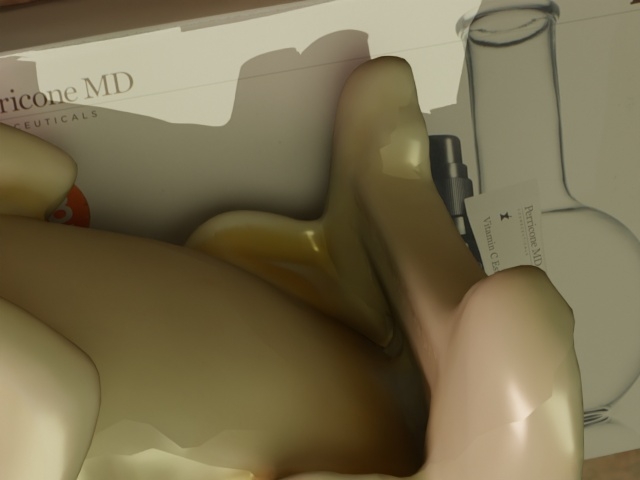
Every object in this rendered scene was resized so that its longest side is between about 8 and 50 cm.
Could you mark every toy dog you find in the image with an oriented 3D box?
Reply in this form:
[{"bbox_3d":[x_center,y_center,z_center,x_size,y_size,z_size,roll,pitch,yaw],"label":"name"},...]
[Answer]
[{"bbox_3d":[-0.144,0.105,0.700,0.408,0.284,0.395,-3,128,-11],"label":"toy dog"}]

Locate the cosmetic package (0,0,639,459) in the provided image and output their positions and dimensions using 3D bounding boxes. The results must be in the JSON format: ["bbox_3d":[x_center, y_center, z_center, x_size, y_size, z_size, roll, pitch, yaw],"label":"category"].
[{"bbox_3d":[0.000,0.000,0.866,0.377,0.097,0.284,-11,112,-9],"label":"cosmetic package"}]
